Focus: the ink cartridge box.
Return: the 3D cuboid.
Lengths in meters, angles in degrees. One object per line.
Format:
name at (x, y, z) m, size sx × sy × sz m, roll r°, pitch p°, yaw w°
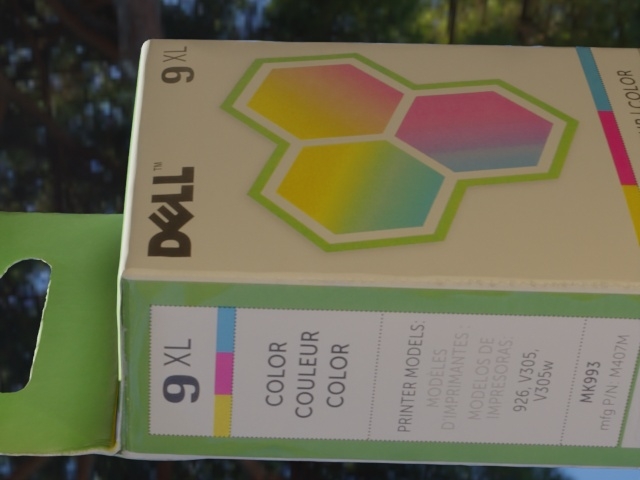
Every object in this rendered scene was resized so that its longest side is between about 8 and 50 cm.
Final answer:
ink cartridge box at (0.000, 0.000, 0.431) m, size 0.209 × 0.062 × 0.109 m, roll 1°, pitch -144°, yaw -3°
